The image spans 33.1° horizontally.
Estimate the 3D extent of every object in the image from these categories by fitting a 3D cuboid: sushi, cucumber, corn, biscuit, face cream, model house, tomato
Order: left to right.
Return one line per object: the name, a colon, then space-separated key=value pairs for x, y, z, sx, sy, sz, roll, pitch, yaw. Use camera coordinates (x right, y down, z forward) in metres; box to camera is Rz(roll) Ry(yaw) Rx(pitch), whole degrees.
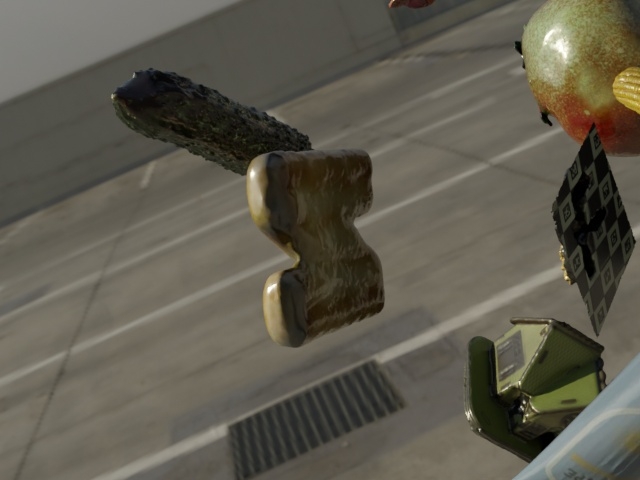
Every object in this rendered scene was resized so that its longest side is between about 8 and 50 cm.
cucumber: x=-0.133 y=-0.144 z=1.365 sx=0.096 sy=0.096 sz=0.359 roll=-18 pitch=-21 yaw=26
biscuit: x=0.000 y=0.000 z=1.365 sx=0.062 sy=0.237 sz=0.290 roll=-5 pitch=5 yaw=28
model house: x=0.394 y=0.202 z=1.705 sx=0.278 sy=0.218 sz=0.205 roll=-43 pitch=28 yaw=38
sushi: x=0.388 y=-0.016 z=1.597 sx=0.043 sy=0.279 sz=0.192 roll=7 pitch=54 yaw=37
tomato: x=0.477 y=-0.292 z=1.706 sx=0.303 sy=0.303 sz=0.239 roll=-32 pitch=-3 yaw=-41
face cream: x=0.344 y=0.192 z=1.167 sx=0.086 sy=0.135 sz=0.385 roll=-83 pitch=19 yaw=-53
corn: x=0.259 y=-0.110 z=0.835 sx=0.037 sy=0.037 sz=0.092 roll=-25 pitch=28 yaw=-7

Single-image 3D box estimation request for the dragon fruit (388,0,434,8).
dragon fruit: x=0.105 y=-0.517 z=1.424 sx=0.371 sy=0.386 sz=0.249 roll=-7 pitch=-26 yaw=-9
